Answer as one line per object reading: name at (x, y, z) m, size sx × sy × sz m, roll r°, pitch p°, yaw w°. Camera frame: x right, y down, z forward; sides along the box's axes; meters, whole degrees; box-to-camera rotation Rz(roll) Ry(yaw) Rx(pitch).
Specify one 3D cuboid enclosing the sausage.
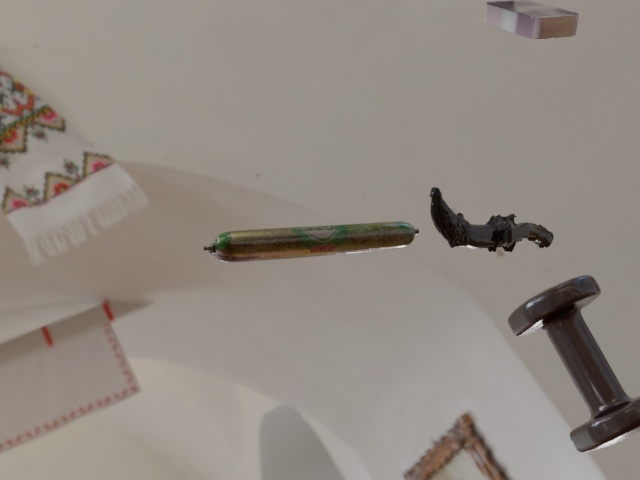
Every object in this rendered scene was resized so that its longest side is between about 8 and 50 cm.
sausage at (0.000, 0.000, 0.922) m, size 0.269 × 0.033 × 0.033 m, roll -4°, pitch -33°, yaw -36°

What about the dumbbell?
dumbbell at (0.368, 0.170, 1.251) m, size 0.124 × 0.225 × 0.140 m, roll -20°, pitch -19°, yaw -18°

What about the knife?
knife at (0.161, -0.006, 0.813) m, size 0.021 × 0.046 × 0.222 m, roll 3°, pitch -6°, yaw 41°

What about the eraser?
eraser at (0.239, -0.254, 1.031) m, size 0.065 × 0.105 × 0.026 m, roll -8°, pitch -64°, yaw -22°
